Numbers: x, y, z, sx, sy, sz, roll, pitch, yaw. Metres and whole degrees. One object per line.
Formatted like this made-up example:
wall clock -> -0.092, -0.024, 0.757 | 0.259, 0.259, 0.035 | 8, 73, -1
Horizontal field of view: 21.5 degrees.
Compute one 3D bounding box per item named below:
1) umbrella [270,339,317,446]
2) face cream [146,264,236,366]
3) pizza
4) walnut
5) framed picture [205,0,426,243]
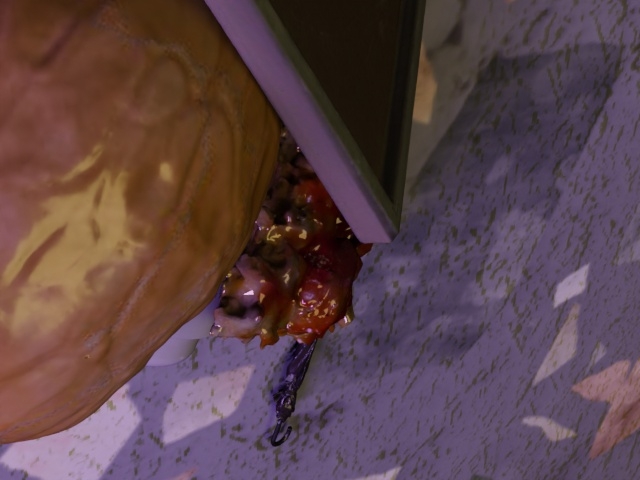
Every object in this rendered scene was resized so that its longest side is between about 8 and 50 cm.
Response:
umbrella -> -0.014, 0.078, 1.001 | 0.022, 0.013, 0.122 | -23, 139, -44
face cream -> -0.081, 0.005, 0.805 | 0.091, 0.091, 0.095 | 4, 115, -45
pizza -> 0.000, 0.000, 0.829 | 0.193, 0.053, 0.201 | -64, 166, -45
walnut -> -0.120, -0.030, 0.643 | 0.222, 0.195, 0.195 | -54, 144, -7
framed picture -> -0.016, -0.175, 0.620 | 0.024, 0.232, 0.315 | -5, 147, 22
